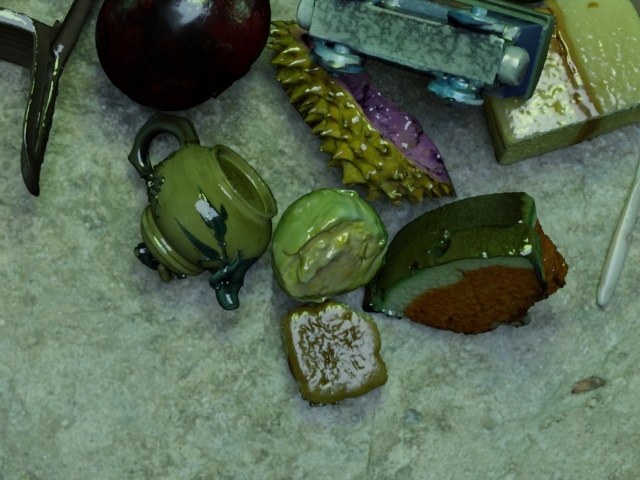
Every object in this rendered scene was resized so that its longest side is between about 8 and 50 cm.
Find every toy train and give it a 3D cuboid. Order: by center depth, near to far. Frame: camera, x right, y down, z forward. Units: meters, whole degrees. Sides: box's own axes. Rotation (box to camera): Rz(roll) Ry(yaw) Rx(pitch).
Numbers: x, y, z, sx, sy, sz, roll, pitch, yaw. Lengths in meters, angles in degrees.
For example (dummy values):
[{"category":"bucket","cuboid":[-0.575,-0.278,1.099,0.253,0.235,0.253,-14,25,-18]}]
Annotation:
[{"category":"toy train","cuboid":[0.127,-0.248,1.467,0.299,0.202,0.131,22,111,23]}]

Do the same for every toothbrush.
[{"category":"toothbrush","cuboid":[0.430,-0.055,1.633,0.025,0.029,0.307,20,83,-10]}]

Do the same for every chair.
[{"category":"chair","cuboid":[-0.398,-0.240,1.519,0.183,0.175,0.326,17,76,-11]}]

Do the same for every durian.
[{"category":"durian","cuboid":[0.032,-0.150,1.552,0.341,0.191,0.112,47,114,1]}]

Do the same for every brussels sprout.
[{"category":"brussels sprout","cuboid":[0.000,-0.003,1.526,0.151,0.122,0.149,-12,129,-27]}]

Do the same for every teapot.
[{"category":"teapot","cuboid":[-0.167,-0.033,1.530,0.182,0.173,0.269,-40,77,17]}]

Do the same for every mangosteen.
[{"category":"mangosteen","cuboid":[-0.193,-0.298,1.499,0.235,0.235,0.261,-40,104,-8]}]

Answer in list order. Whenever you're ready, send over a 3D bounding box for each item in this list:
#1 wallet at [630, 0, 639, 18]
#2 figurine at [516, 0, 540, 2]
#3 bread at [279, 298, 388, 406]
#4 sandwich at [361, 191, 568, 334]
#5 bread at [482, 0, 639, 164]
[{"category":"wallet","cuboid":[0.475,-0.293,1.660,0.152,0.039,0.118,35,84,1]},{"category":"figurine","cuboid":[0.242,-0.361,1.595,0.143,0.162,0.263,37,96,-24]},{"category":"bread","cuboid":[0.018,0.143,1.560,0.128,0.069,0.140,-18,86,-7]},{"category":"sandwich","cuboid":[0.204,0.035,1.519,0.212,0.292,0.109,22,61,-13]},{"category":"bread","cuboid":[0.325,-0.224,1.597,0.240,0.135,0.178,-19,82,-5]}]
